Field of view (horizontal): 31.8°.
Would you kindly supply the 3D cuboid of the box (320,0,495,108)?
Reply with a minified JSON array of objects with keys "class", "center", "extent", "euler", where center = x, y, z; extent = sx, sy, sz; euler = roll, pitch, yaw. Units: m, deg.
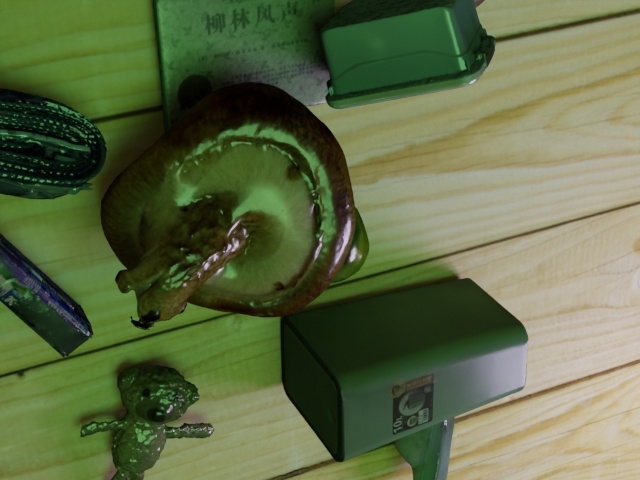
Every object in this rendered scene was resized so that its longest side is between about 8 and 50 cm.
[{"class":"box","center":[0.114,-0.263,1.527],"extent":[0.226,0.162,0.130],"euler":[-8,116,24]}]

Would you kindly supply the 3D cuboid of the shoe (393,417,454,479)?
[{"class":"shoe","center":[0.181,0.342,1.986],"extent":[0.100,0.103,0.251],"euler":[7,105,18]}]

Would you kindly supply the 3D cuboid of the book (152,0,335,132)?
[{"class":"book","center":[-0.100,-0.339,1.500],"extent":[0.264,0.031,0.380],"euler":[-15,122,-21]}]

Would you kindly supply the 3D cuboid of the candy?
[{"class":"candy","center":[-0.428,0.038,1.510],"extent":[0.061,0.088,0.312],"euler":[-41,127,-2]}]

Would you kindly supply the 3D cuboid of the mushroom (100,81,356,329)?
[{"class":"mushroom","center":[-0.114,-0.024,1.501],"extent":[0.345,0.260,0.346],"euler":[-1,118,-3]}]

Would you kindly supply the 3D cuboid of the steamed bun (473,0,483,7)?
[{"class":"steamed bun","center":[0.199,-0.417,1.560],"extent":[0.175,0.106,0.145],"euler":[37,97,-34]}]

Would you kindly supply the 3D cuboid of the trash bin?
[{"class":"trash bin","center":[0.134,0.187,1.792],"extent":[0.343,0.223,0.158],"euler":[-15,122,-20]}]

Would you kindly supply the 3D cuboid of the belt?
[{"class":"belt","center":[-0.394,-0.116,1.428],"extent":[0.218,0.128,0.122],"euler":[8,75,-32]}]

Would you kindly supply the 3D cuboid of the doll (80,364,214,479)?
[{"class":"doll","center":[-0.291,0.318,1.745],"extent":[0.286,0.091,0.202],"euler":[-43,116,14]}]

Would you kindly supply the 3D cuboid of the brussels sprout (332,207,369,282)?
[{"class":"brussels sprout","center":[0.004,0.003,1.684],"extent":[0.151,0.122,0.149],"euler":[21,103,-34]}]
